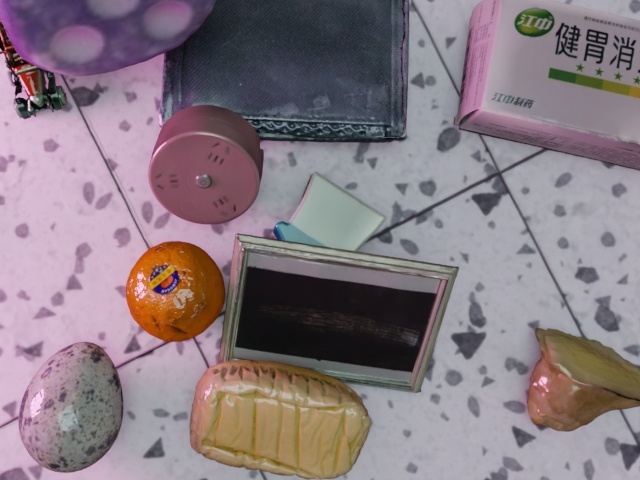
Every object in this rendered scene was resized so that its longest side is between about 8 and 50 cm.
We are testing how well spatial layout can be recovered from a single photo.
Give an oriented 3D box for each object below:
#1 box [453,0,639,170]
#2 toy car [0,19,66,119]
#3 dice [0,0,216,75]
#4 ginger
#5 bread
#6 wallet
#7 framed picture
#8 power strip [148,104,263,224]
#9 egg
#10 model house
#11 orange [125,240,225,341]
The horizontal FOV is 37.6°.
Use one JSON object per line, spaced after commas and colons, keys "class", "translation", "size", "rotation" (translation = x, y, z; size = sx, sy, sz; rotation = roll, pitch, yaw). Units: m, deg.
{"class": "box", "translation": [0.364, -0.217, 1.315], "size": [0.332, 0.145, 0.173], "rotation": [12, 83, -3]}
{"class": "toy car", "translation": [-0.404, -0.242, 1.299], "size": [0.073, 0.054, 0.143], "rotation": [-17, 87, -4]}
{"class": "dice", "translation": [-0.292, -0.393, 1.172], "size": [0.271, 0.270, 0.270], "rotation": [-19, 61, -12]}
{"class": "ginger", "translation": [0.380, 0.216, 1.322], "size": [0.193, 0.115, 0.123], "rotation": [17, 107, -11]}
{"class": "bread", "translation": [-0.056, 0.239, 1.265], "size": [0.236, 0.106, 0.140], "rotation": [12, 99, -6]}
{"class": "wallet", "translation": [-0.047, -0.254, 1.322], "size": [0.342, 0.075, 0.237], "rotation": [2, 80, -2]}
{"class": "framed picture", "translation": [0.017, 0.106, 1.259], "size": [0.293, 0.018, 0.231], "rotation": [8, 125, -4]}
{"class": "power strip", "translation": [-0.154, -0.100, 1.261], "size": [0.154, 0.078, 0.154], "rotation": [1, 129, 1]}
{"class": "egg", "translation": [-0.325, 0.218, 1.239], "size": [0.132, 0.132, 0.172], "rotation": [13, 74, -4]}
{"class": "model house", "translation": [0.000, 0.000, 1.293], "size": [0.127, 0.100, 0.149], "rotation": [33, 82, -1]}
{"class": "orange", "translation": [-0.194, 0.071, 1.267], "size": [0.135, 0.117, 0.136], "rotation": [-2, 65, 5]}
